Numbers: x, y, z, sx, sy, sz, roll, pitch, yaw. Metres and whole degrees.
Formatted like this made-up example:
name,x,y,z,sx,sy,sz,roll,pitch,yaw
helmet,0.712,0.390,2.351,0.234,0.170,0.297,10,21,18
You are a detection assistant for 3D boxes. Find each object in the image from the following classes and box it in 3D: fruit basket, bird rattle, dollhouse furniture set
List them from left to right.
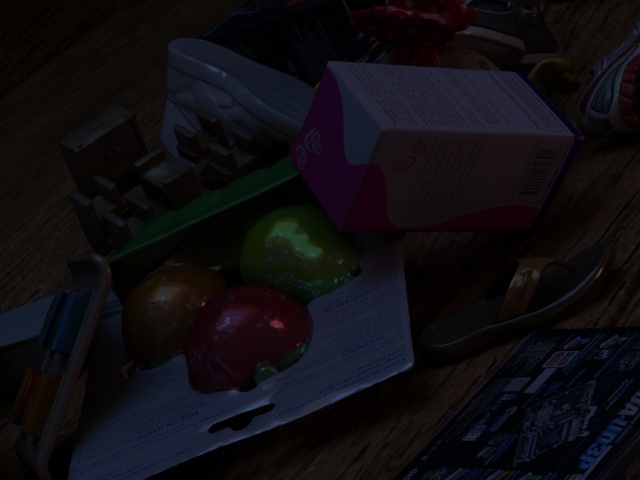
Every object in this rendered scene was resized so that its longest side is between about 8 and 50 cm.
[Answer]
name,x,y,z,sx,sy,sz,roll,pitch,yaw
dollhouse furniture set,-0.209,-0.050,2.026,0.212,0.161,0.242,-36,41,-24
fruit basket,-0.066,0.081,1.420,0.327,0.165,0.353,-24,34,12
bird rattle,0.125,-0.140,1.571,0.207,0.254,0.143,-49,18,45

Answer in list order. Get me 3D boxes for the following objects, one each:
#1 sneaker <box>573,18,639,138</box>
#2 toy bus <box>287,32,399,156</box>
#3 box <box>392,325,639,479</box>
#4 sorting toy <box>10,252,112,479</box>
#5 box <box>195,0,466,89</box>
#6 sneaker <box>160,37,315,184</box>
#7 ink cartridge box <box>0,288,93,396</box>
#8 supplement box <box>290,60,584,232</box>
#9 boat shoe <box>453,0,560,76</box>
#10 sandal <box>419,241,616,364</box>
name,x,y,z,sx,sy,sz,roll,pitch,yaw
sneaker,0.319,-0.177,1.606,0.093,0.088,0.225,-16,21,37
toy bus,0.052,-0.134,1.814,0.211,0.149,0.220,-37,19,18
box,0.157,0.135,1.033,0.175,0.051,0.220,-6,27,49
sorting toy,-0.245,0.114,1.450,0.193,0.038,0.208,174,111,-73
box,0.050,-0.305,2.209,0.313,0.179,0.343,-11,24,45
sneaker,-0.098,-0.142,2.099,0.292,0.169,0.108,31,31,34
ink cartridge box,-0.299,0.108,1.762,0.209,0.062,0.109,-19,20,25
supplement box,0.102,-0.081,1.402,0.220,0.111,0.114,-1,39,-34
boat shoe,0.181,-0.237,1.747,0.116,0.099,0.319,-11,-4,26
sandal,0.157,0.044,1.290,0.180,0.049,0.072,-25,18,9
